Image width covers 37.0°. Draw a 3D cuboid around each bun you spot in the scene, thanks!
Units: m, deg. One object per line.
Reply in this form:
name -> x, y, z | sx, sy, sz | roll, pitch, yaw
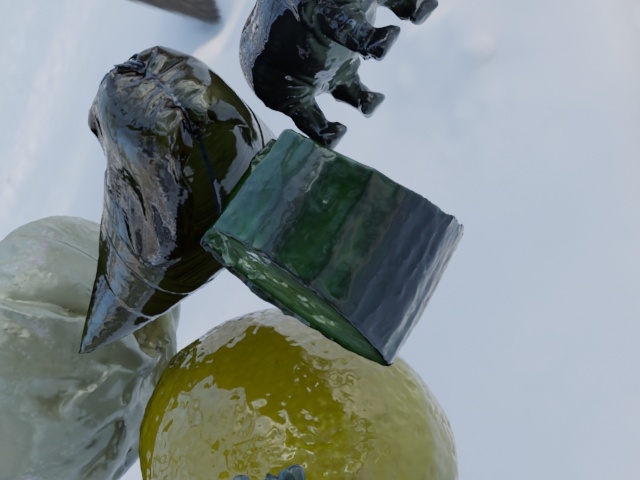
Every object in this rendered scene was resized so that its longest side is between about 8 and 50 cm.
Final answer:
bun -> -0.287, 0.145, 1.168 | 0.365, 0.219, 0.365 | -1, -90, -77

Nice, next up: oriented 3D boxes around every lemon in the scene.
lemon -> -0.023, 0.225, 0.976 | 0.336, 0.336, 0.336 | -37, 45, 50

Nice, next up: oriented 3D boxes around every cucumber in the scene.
cucumber -> 0.009, 0.004, 0.718 | 0.130, 0.191, 0.191 | -64, 27, -5

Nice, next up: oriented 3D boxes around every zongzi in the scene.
zongzi -> -0.166, -0.011, 0.861 | 0.300, 0.286, 0.138 | -44, 72, 2

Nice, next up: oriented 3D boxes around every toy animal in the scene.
toy animal -> 0.011, -0.227, 0.772 | 0.168, 0.106, 0.343 | 34, 146, 20

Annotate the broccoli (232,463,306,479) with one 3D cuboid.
broccoli -> -0.018, 0.279, 0.637 | 0.177, 0.198, 0.274 | 1, 117, 44
